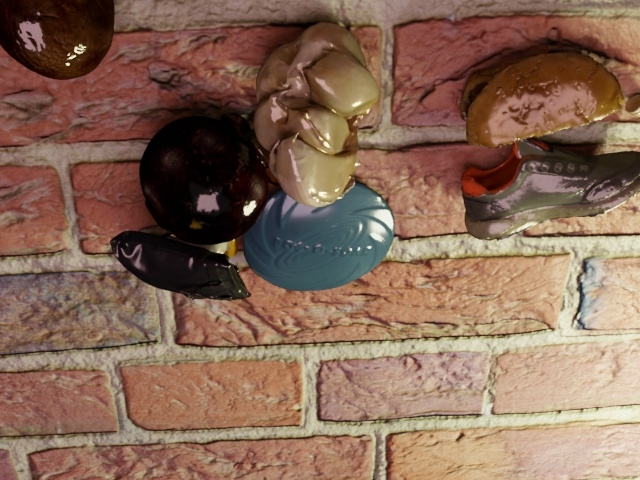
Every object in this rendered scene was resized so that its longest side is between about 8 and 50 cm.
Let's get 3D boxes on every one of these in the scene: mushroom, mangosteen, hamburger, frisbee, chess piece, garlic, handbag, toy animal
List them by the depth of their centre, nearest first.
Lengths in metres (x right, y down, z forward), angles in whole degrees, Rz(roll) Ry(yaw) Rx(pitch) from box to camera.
[{"bbox_3d":[-0.391,-0.346,1.531,0.138,0.194,0.231,-32,136,24],"label":"mushroom"},{"bbox_3d":[-0.027,-0.209,1.649,0.203,0.184,0.281,12,102,-59],"label":"garlic"},{"bbox_3d":[0.356,-0.239,1.703,0.262,0.124,0.131,-12,131,7],"label":"hamburger"},{"bbox_3d":[-0.173,-0.118,1.747,0.265,0.228,0.228,-39,129,-12],"label":"mangosteen"},{"bbox_3d":[0.565,-0.212,1.798,0.092,0.035,0.035,32,123,-31],"label":"chess piece"},{"bbox_3d":[-0.235,0.052,1.812,0.211,0.089,0.254,11,166,6],"label":"handbag"},{"bbox_3d":[-0.217,-0.008,1.924,0.127,0.131,0.182,45,114,3],"label":"toy animal"},{"bbox_3d":[0.000,0.004,1.931,0.289,0.049,0.289,-6,134,-6],"label":"frisbee"}]

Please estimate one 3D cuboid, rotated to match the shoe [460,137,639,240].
[{"bbox_3d":[0.393,-0.126,1.818,0.336,0.132,0.171,-17,121,16],"label":"shoe"}]
